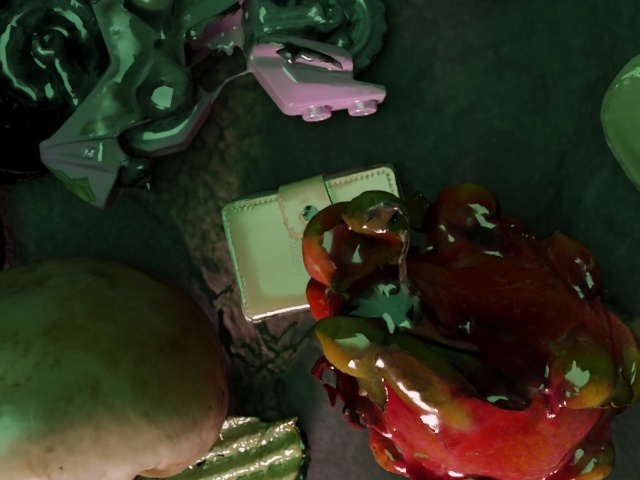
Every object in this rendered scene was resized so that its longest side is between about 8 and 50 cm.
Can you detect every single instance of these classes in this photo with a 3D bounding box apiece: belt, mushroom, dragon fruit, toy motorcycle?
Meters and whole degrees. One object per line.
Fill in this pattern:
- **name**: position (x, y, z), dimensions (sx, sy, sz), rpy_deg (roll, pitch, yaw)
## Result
- **belt**: position (-0.284, -0.143, 1.284), dimensions (0.151, 0.078, 0.198), rpy_deg (-30, 96, -26)
- **mushroom**: position (-0.207, 0.167, 1.213), dimensions (0.293, 0.292, 0.290), rpy_deg (-3, 108, 15)
- **dragon fruit**: position (0.101, 0.077, 1.123), dimensions (0.307, 0.243, 0.227), rpy_deg (32, 82, -10)
- **toy motorcycle**: position (-0.103, -0.125, 1.238), dimensions (0.327, 0.143, 0.188), rpy_deg (-6, 84, -5)

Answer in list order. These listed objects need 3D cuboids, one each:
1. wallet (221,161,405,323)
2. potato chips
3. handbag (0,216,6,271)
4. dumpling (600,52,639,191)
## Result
- **wallet**: position (0.000, 0.000, 1.264), dimensions (0.155, 0.039, 0.110), rpy_deg (-13, 89, 15)
- **potato chips**: position (-0.104, 0.201, 1.293), dimensions (0.208, 0.028, 0.091), rpy_deg (-12, 86, 15)
- **handbag**: position (-0.391, -0.100, 1.350), dimensions (0.192, 0.075, 0.332), rpy_deg (-12, 85, 13)
- **dumpling**: position (0.379, -0.060, 1.125), dimensions (0.318, 0.187, 0.242), rpy_deg (6, 130, 23)
